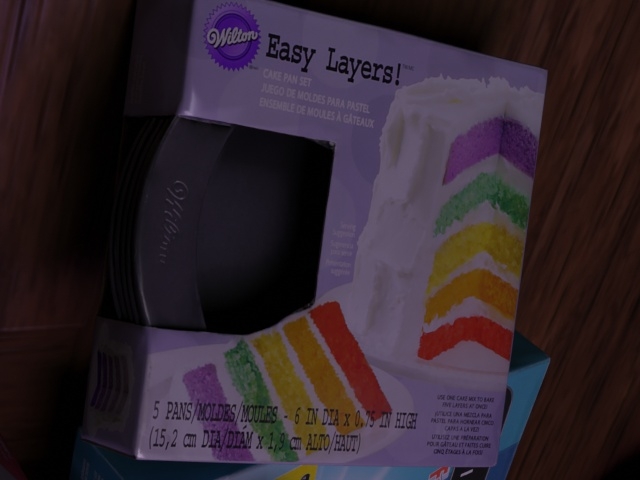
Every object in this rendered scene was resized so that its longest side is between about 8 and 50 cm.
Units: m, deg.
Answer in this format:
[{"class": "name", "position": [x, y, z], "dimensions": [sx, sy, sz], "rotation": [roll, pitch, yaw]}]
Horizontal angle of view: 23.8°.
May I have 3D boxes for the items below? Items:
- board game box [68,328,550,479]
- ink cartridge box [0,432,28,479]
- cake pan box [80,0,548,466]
[{"class": "board game box", "position": [-0.017, 0.197, 1.002], "dimensions": [0.336, 0.079, 0.253], "rotation": [-14, 131, -39]}, {"class": "ink cartridge box", "position": [-0.260, 0.114, 0.724], "dimensions": [0.117, 0.207, 0.283], "rotation": [-45, 135, 2]}, {"class": "cake pan box", "position": [0.000, 0.000, 0.840], "dimensions": [0.267, 0.070, 0.245], "rotation": [9, 87, -37]}]
